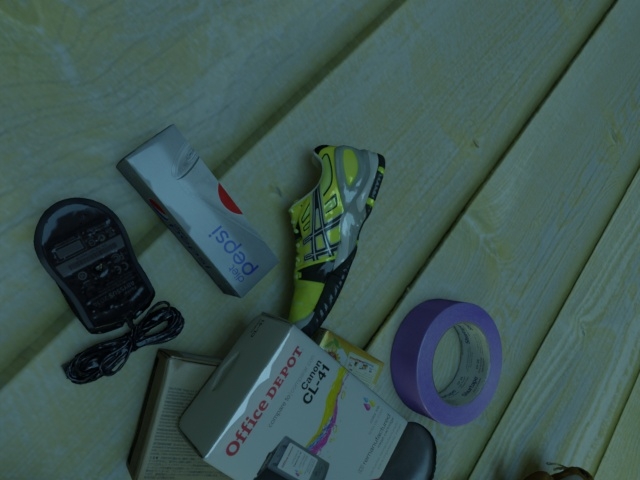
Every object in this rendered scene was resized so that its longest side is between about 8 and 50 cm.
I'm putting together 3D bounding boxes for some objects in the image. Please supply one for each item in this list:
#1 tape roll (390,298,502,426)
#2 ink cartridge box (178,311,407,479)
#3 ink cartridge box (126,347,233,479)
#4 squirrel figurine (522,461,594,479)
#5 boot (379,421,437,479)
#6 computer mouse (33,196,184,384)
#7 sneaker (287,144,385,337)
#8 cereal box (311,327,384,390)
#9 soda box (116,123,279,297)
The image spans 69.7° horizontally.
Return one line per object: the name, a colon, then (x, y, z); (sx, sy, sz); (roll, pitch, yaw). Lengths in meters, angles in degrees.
tape roll: (0.295, 0.276, 1.061); (0.274, 0.090, 0.275); (1, 88, -31)
ink cartridge box: (-0.032, 0.299, 0.742); (0.306, 0.131, 0.226); (45, 67, -26)
ink cartridge box: (-0.179, 0.300, 0.777); (0.234, 0.088, 0.194); (19, 79, -30)
squirrel figurine: (0.553, 0.752, 1.148); (0.370, 0.280, 0.398); (-14, 115, -42)
boot: (0.092, 0.480, 0.896); (0.338, 0.118, 0.223); (-54, 127, -21)
computer mouse: (-0.340, 0.064, 0.700); (0.188, 0.072, 0.273); (-28, 116, -30)
sneaker: (0.000, 0.000, 0.882); (0.147, 0.145, 0.385); (19, 81, 2)
cereal box: (0.012, 0.317, 0.914); (0.173, 0.047, 0.240); (36, 73, -27)
soda box: (-0.199, -0.042, 0.766); (0.098, 0.091, 0.286); (-44, 111, -24)
